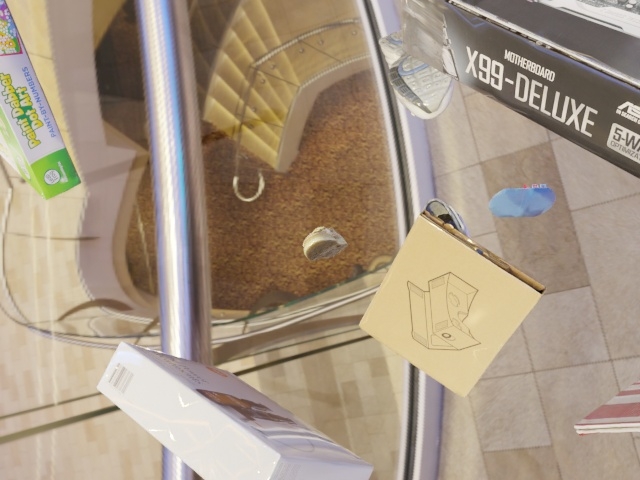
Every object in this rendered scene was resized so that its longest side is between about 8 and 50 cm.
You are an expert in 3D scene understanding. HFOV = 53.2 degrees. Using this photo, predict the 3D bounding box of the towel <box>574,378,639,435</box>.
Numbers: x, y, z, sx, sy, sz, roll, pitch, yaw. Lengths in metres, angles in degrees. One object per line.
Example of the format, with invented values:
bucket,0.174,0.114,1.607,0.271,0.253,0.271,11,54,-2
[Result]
towel,0.766,0.362,1.453,0.237,0.328,0.037,-37,75,60

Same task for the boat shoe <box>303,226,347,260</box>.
boat shoe,0.002,-0.001,1.064,0.056,0.153,0.048,-38,78,17

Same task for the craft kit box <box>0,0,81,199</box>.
craft kit box,-0.406,-0.204,0.781,0.249,0.061,0.247,33,147,39

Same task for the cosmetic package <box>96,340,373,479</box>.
cosmetic package,-0.138,0.305,1.042,0.377,0.284,0.098,23,81,36

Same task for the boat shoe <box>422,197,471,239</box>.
boat shoe,0.228,0.056,1.090,0.108,0.102,0.301,-19,50,21

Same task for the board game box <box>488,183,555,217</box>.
board game box,0.524,-0.110,1.674,0.168,0.133,0.033,-1,59,4

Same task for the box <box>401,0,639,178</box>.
box,0.254,-0.203,0.499,0.307,0.077,0.242,-38,57,-19

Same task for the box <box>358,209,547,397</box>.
box,0.151,0.083,0.776,0.164,0.021,0.201,34,130,14

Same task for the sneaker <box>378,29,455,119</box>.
sneaker,0.173,-0.264,1.067,0.110,0.297,0.129,-15,121,11
